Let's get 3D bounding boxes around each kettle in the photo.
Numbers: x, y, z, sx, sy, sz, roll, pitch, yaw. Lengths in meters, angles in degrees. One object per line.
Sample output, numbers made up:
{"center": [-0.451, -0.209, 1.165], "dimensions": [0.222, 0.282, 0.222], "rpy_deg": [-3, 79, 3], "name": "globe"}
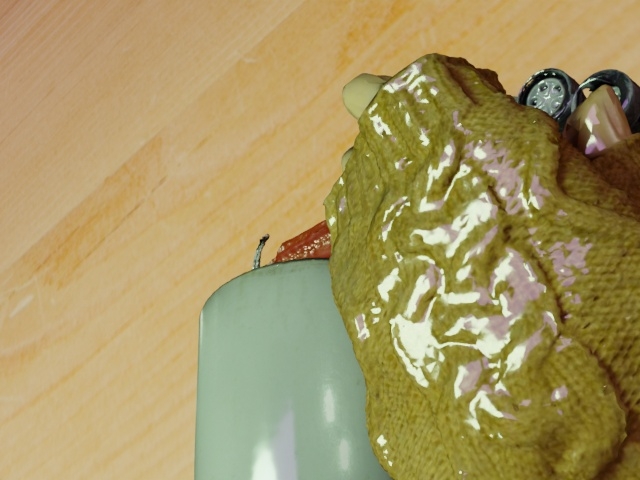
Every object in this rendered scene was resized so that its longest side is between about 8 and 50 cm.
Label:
{"center": [-0.011, 0.166, 0.534], "dimensions": [0.221, 0.161, 0.236], "rpy_deg": [-44, 39, 42], "name": "kettle"}

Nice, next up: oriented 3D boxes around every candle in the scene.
{"center": [0.000, 0.000, 0.709], "dimensions": [0.162, 0.048, 0.053], "rpy_deg": [-27, 17, 30], "name": "candle"}

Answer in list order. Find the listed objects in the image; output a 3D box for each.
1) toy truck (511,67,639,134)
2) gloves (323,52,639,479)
{"center": [0.151, -0.041, 0.551], "dimensions": [0.253, 0.114, 0.124], "rpy_deg": [15, 84, 48], "name": "toy truck"}
{"center": [0.116, 0.055, 0.390], "dimensions": [0.203, 0.155, 0.356], "rpy_deg": [-36, 71, 3], "name": "gloves"}
